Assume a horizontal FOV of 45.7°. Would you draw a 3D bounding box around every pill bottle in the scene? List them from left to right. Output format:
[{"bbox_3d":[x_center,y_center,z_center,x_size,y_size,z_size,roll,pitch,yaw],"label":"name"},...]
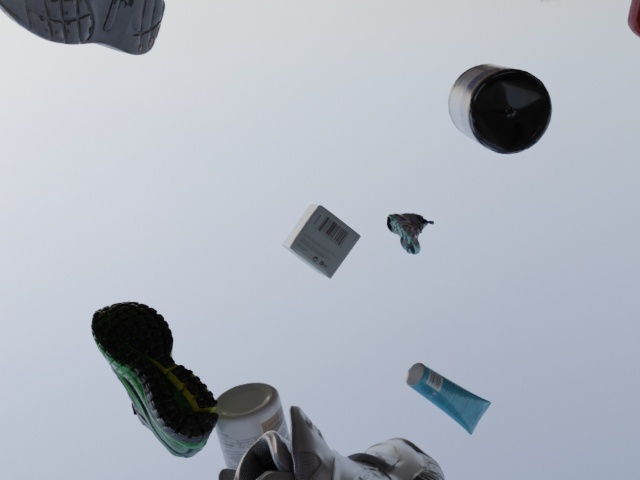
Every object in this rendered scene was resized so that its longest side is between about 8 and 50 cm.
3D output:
[{"bbox_3d":[-0.117,0.396,1.429,0.131,0.229,0.131,-11,-161,4],"label":"pill bottle"},{"bbox_3d":[0.266,-0.210,1.175,0.122,0.123,0.219,-2,-164,-1],"label":"pill bottle"}]

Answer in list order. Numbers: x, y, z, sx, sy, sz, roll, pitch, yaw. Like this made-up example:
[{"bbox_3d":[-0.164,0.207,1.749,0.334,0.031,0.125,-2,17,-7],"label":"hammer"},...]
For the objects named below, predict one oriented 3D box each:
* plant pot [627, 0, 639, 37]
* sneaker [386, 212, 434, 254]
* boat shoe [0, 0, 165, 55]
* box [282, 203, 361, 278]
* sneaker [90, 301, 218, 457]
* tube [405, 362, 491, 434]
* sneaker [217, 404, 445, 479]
[{"bbox_3d":[0.369,-0.217,0.419,0.267,0.267,0.236,35,-94,22],"label":"plant pot"},{"bbox_3d":[0.157,-0.018,1.234,0.069,0.038,0.098,-12,-137,-18],"label":"sneaker"},{"bbox_3d":[-0.362,-0.342,1.051,0.130,0.132,0.355,25,-173,19],"label":"boat shoe"},{"bbox_3d":[0.000,0.000,1.420,0.101,0.102,0.087,37,176,-13],"label":"box"},{"bbox_3d":[-0.320,0.253,1.387,0.134,0.146,0.344,-18,-124,-35],"label":"sneaker"},{"bbox_3d":[0.263,0.319,1.548,0.080,0.207,0.052,-55,-156,-2],"label":"tube"},{"bbox_3d":[0.019,0.265,0.830,0.210,0.137,0.366,45,-166,-1],"label":"sneaker"}]
